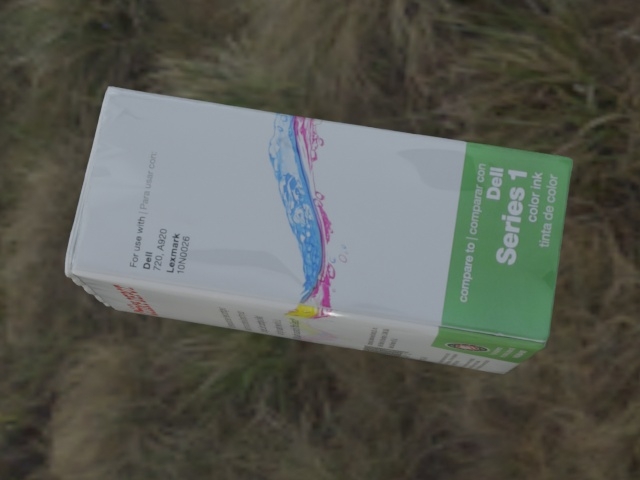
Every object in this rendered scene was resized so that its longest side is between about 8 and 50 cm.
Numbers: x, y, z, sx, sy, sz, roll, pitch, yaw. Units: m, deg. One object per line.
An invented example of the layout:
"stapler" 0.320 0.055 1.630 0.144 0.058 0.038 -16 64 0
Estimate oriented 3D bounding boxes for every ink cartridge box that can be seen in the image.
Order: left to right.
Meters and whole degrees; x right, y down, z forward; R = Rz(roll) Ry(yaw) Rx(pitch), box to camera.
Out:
"ink cartridge box" 0.000 0.000 0.993 0.201 0.278 0.117 89 -170 -81
